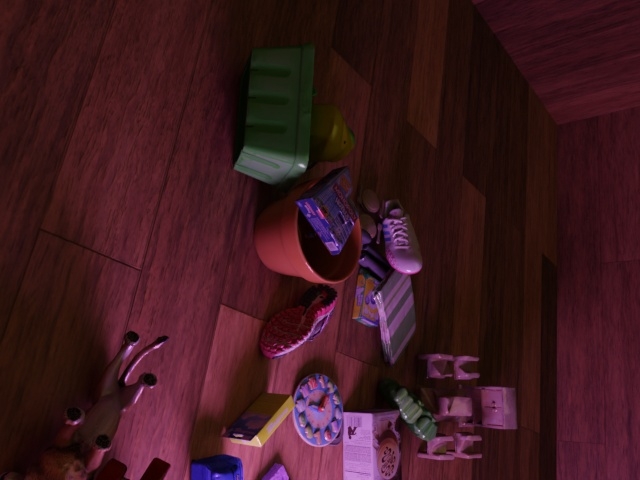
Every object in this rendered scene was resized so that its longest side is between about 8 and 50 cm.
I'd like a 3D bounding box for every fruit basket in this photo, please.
[{"bbox_3d":[-0.045,-0.324,1.705,0.392,0.283,0.392,4,76,-17],"label":"fruit basket"}]

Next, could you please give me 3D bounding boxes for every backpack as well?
[{"bbox_3d":[-0.235,0.565,1.454,0.120,0.101,0.098,8,83,-54],"label":"backpack"}]

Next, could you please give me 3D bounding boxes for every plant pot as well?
[{"bbox_3d":[-0.049,-0.016,1.718,0.291,0.203,0.291,15,71,-50],"label":"plant pot"}]

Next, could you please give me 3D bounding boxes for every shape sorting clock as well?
[{"bbox_3d":[-0.004,0.490,1.780,0.206,0.040,0.206,21,58,-39],"label":"shape sorting clock"}]

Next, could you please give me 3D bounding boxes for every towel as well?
[{"bbox_3d":[0.264,0.245,2.134,0.248,0.038,0.325,-45,131,-45],"label":"towel"}]

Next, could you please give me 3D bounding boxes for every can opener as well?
[{"bbox_3d":[0.169,0.045,2.060,0.283,0.095,0.076,37,54,-33],"label":"can opener"}]

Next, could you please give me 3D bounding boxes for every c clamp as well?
[{"bbox_3d":[0.024,0.546,1.842,0.160,0.022,0.137,32,59,-43],"label":"c clamp"}]

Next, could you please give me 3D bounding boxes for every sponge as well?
[{"bbox_3d":[-0.106,0.718,1.638,0.117,0.031,0.210,-39,113,-48],"label":"sponge"}]

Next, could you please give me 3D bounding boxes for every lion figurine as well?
[{"bbox_3d":[-0.438,0.360,1.191,0.142,0.240,0.392,37,33,2],"label":"lion figurine"}]

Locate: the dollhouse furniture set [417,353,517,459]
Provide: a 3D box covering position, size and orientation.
[{"bbox_3d":[0.511,0.629,2.336,0.394,0.256,0.362,9,74,-28],"label":"dollhouse furniture set"}]

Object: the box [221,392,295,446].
[{"bbox_3d":[-0.156,0.460,1.564,0.178,0.109,0.042,-41,116,-47],"label":"box"}]

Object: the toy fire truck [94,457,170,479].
[{"bbox_3d":[-0.393,0.571,1.166,0.169,0.254,0.302,30,51,-3],"label":"toy fire truck"}]

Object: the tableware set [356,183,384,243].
[{"bbox_3d":[0.159,-0.089,2.127,0.128,0.039,0.194,32,52,-30],"label":"tableware set"}]

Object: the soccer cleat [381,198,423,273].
[{"bbox_3d":[0.267,-0.020,2.097,0.331,0.116,0.143,-102,-178,-55],"label":"soccer cleat"}]

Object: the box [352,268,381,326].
[{"bbox_3d":[0.163,0.191,2.071,0.105,0.043,0.179,31,58,-44],"label":"box"}]

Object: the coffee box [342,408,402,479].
[{"bbox_3d":[0.163,0.683,1.909,0.168,0.118,0.297,12,73,-50],"label":"coffee box"}]

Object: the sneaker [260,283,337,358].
[{"bbox_3d":[-0.050,0.248,1.742,0.299,0.120,0.112,-35,141,-41],"label":"sneaker"}]

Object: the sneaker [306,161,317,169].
[{"bbox_3d":[0.015,-0.274,1.944,0.118,0.083,0.222,54,44,-30],"label":"sneaker"}]

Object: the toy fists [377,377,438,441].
[{"bbox_3d":[0.308,0.577,2.074,0.096,0.142,0.279,-40,122,-5],"label":"toy fists"}]

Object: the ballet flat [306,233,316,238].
[{"bbox_3d":[0.000,0.000,1.883,0.072,0.068,0.213,-45,118,-46],"label":"ballet flat"}]

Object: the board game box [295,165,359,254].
[{"bbox_3d":[0.041,-0.098,1.636,0.194,0.060,0.194,55,46,-29],"label":"board game box"}]
